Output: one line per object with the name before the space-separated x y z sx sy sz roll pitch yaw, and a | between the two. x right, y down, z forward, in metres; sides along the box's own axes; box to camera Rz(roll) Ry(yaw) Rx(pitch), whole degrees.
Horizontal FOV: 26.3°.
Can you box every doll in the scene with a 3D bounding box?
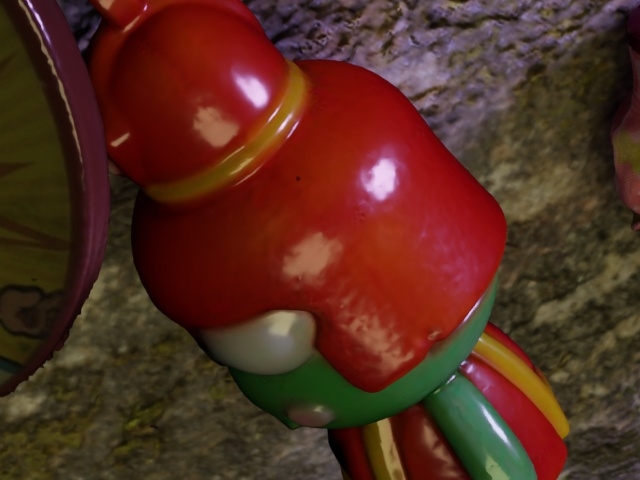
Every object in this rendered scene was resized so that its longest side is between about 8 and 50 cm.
doll | 0.000 0.001 0.672 0.160 0.182 0.363 -42 117 -1

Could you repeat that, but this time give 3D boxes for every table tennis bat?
table tennis bat | -0.234 -0.101 0.590 0.268 0.051 0.415 -5 116 19

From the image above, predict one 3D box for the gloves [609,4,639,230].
gloves | 0.245 -0.021 0.757 0.145 0.126 0.241 -33 122 -22
